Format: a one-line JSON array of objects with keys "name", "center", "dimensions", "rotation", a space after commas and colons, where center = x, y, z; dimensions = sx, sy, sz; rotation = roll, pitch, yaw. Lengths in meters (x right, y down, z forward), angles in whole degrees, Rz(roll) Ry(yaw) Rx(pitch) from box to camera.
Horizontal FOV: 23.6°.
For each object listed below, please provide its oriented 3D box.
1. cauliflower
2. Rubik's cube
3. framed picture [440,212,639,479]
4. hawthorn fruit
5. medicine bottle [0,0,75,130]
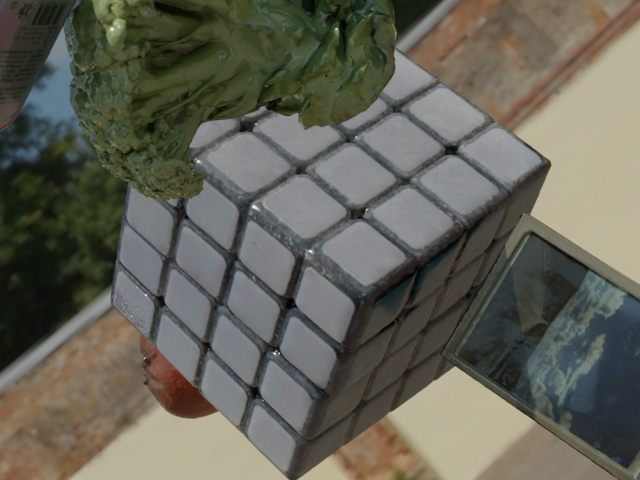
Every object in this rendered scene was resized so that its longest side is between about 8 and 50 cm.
[{"name": "cauliflower", "center": [-0.061, -0.178, 1.162], "dimensions": [0.272, 0.250, 0.275], "rotation": [-74, 10, -48]}, {"name": "Rubik's cube", "center": [0.000, 0.000, 1.753], "dimensions": [0.344, 0.344, 0.337], "rotation": [-35, -26, -36]}, {"name": "framed picture", "center": [0.274, 0.114, 1.604], "dimensions": [0.189, 0.260, 0.023], "rotation": [-60, -17, 15]}, {"name": "hawthorn fruit", "center": [-0.092, 0.138, 1.985], "dimensions": [0.285, 0.165, 0.165], "rotation": [-10, -10, -3]}, {"name": "medicine bottle", "center": [-0.265, -0.135, 1.079], "dimensions": [0.188, 0.119, 0.094], "rotation": [-59, -20, 21]}]
